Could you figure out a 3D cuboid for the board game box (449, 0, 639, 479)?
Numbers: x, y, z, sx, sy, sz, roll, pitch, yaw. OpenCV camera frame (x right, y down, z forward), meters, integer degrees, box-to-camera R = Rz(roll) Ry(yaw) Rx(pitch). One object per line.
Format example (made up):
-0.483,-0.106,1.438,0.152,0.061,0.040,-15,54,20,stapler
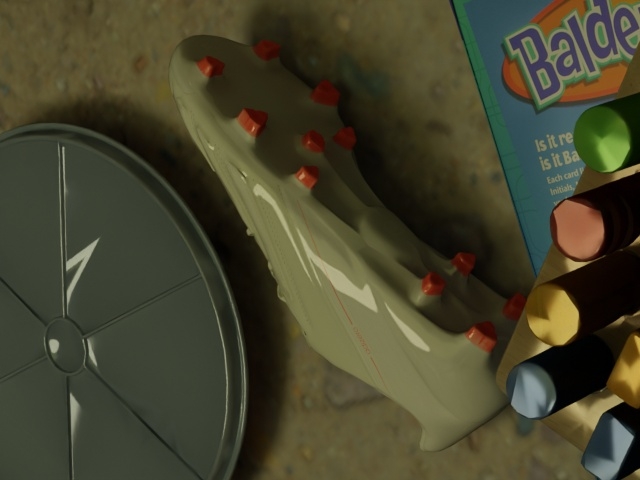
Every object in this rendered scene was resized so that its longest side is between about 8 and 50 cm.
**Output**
0.145,-0.010,0.666,0.160,0.047,0.210,-15,93,41,board game box

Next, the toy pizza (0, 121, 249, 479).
-0.105,0.045,0.897,0.201,0.032,0.201,10,107,36,toy pizza

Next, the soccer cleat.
0.000,0.000,0.778,0.196,0.068,0.076,47,129,17,soccer cleat

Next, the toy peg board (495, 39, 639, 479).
0.127,0.032,0.608,0.161,0.079,0.161,36,122,27,toy peg board
